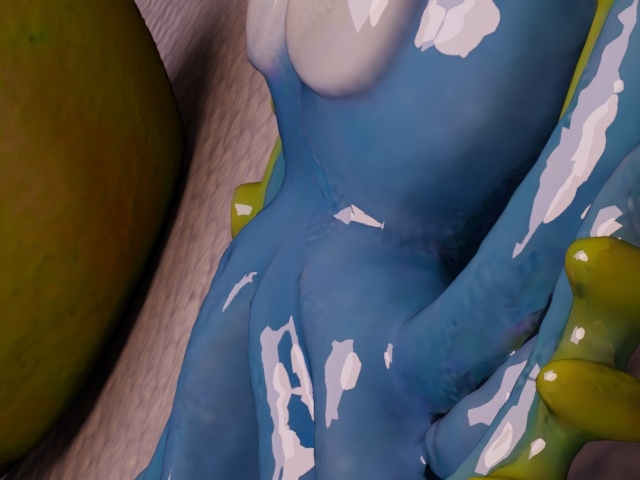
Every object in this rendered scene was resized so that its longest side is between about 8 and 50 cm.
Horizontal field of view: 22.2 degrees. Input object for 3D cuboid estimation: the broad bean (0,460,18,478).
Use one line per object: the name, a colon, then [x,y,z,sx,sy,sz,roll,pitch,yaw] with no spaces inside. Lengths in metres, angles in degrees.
broad bean: [-0.245,0.178,1.080,0.227,0.039,0.069,-49,-4,37]

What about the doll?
doll: [0.000,0.000,0.465,0.341,0.098,0.346,-64,14,1]

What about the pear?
pear: [-0.196,-0.019,0.961,0.399,0.165,0.399,-54,20,30]
